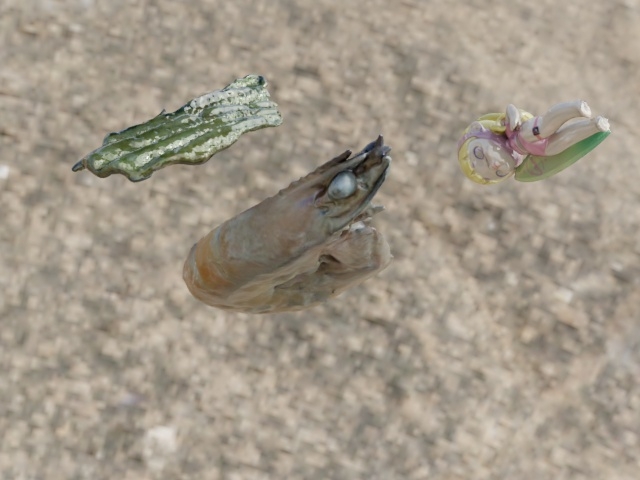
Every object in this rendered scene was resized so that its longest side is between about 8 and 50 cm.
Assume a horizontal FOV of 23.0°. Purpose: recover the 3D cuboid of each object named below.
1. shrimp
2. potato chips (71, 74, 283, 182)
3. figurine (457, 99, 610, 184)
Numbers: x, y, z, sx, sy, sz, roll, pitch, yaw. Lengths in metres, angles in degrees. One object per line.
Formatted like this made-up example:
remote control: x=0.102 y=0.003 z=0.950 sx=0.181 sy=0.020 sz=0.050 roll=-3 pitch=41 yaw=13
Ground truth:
shrimp: x=0.000 y=0.000 z=1.297 sx=0.164 sy=0.317 sz=0.062 roll=4 pitch=66 yaw=-28
potato chips: x=-0.081 y=-0.079 z=1.117 sx=0.092 sy=0.028 sz=0.207 roll=15 pitch=27 yaw=34
figurine: x=0.197 y=-0.099 z=1.484 sx=0.083 sy=0.187 sz=0.083 roll=9 pitch=73 yaw=-32
